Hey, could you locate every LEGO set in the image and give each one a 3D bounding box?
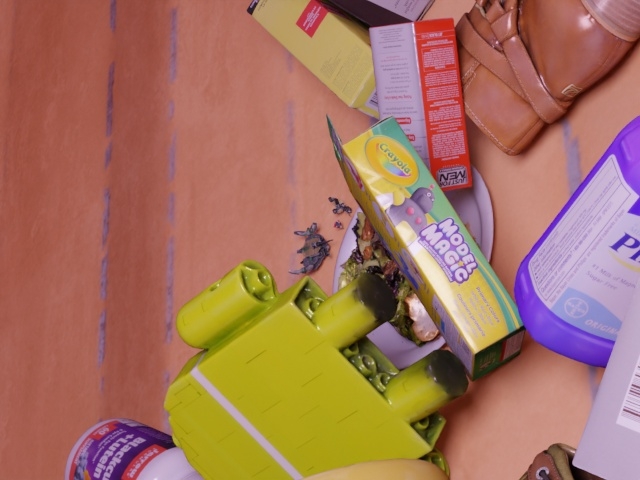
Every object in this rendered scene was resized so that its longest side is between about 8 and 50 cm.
[{"bbox_3d":[0.002,0.000,1.647,0.083,0.023,0.054,-42,44,12],"label":"LEGO set"}]

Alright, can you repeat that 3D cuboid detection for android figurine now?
[{"bbox_3d":[-0.015,0.133,1.429,0.273,0.248,0.056,-38,12,38],"label":"android figurine"}]

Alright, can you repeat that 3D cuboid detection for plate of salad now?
[{"bbox_3d":[0.070,0.014,1.526,0.200,0.048,0.200,-27,53,43],"label":"plate of salad"}]

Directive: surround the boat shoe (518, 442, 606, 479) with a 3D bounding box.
[{"bbox_3d":[0.216,0.231,1.179,0.307,0.110,0.104,33,100,53],"label":"boat shoe"}]

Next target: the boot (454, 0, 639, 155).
[{"bbox_3d":[0.174,-0.225,1.487,0.220,0.109,0.283,-52,46,27],"label":"boot"}]

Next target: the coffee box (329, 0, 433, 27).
[{"bbox_3d":[-0.029,-0.318,1.608,0.119,0.297,0.168,-54,38,13],"label":"coffee box"}]

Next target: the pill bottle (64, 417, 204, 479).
[{"bbox_3d":[-0.148,0.236,1.640,0.193,0.108,0.108,12,82,53],"label":"pill bottle"}]

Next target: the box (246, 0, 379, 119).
[{"bbox_3d":[0.020,-0.181,1.656,0.058,0.087,0.232,-58,37,13],"label":"box"}]

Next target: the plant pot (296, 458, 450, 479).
[{"bbox_3d":[0.020,0.321,1.292,0.254,0.254,0.239,-39,61,34],"label":"plant pot"}]

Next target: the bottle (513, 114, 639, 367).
[{"bbox_3d":[0.249,-0.032,1.228,0.283,0.118,0.092,-56,28,34],"label":"bottle"}]

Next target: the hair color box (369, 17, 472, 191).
[{"bbox_3d":[0.083,-0.112,1.470,0.072,0.043,0.141,5,103,60],"label":"hair color box"}]

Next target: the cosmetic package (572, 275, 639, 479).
[{"bbox_3d":[0.278,0.115,1.057,0.107,0.238,0.127,18,90,56],"label":"cosmetic package"}]

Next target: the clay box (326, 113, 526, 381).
[{"bbox_3d":[0.081,-0.004,1.380,0.053,0.127,0.222,-30,76,-4],"label":"clay box"}]
